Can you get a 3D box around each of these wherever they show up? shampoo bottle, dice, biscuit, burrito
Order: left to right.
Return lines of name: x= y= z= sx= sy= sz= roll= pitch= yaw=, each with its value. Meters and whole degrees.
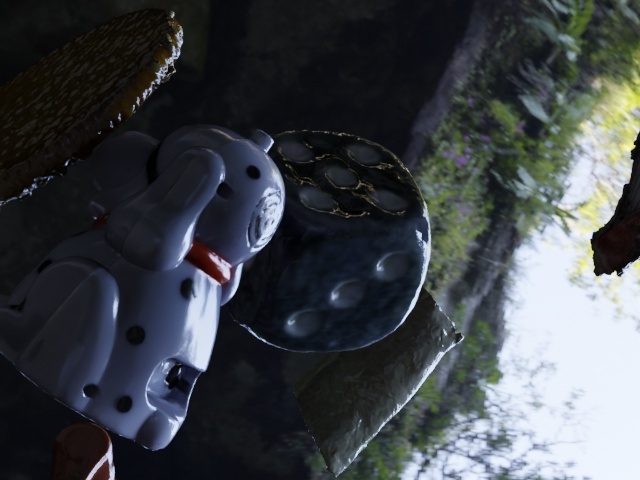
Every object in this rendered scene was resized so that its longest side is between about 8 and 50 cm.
biscuit: x=-0.244 y=-0.105 z=0.977 sx=0.305 sy=0.038 sz=0.305 roll=-27 pitch=-153 yaw=15
shampoo bottle: x=-0.148 y=0.201 z=0.690 sx=0.085 sy=0.085 sz=0.244 roll=47 pitch=-35 yaw=32
dice: x=0.000 y=0.000 z=1.190 sx=0.181 sy=0.183 sz=0.182 roll=-113 pitch=-147 yaw=-43
burrito: x=0.074 y=0.196 z=1.656 sx=0.299 sy=0.105 sz=0.143 roll=-45 pitch=-122 yaw=-12

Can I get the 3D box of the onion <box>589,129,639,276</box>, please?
onion: x=0.493 y=-0.065 z=1.349 sx=0.349 sy=0.159 sz=0.267 roll=-42 pitch=-133 yaw=34

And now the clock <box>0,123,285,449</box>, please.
clock: x=-0.127 y=0.012 z=0.878 sx=0.189 sy=0.189 sz=0.254 roll=27 pitch=-97 yaw=35
